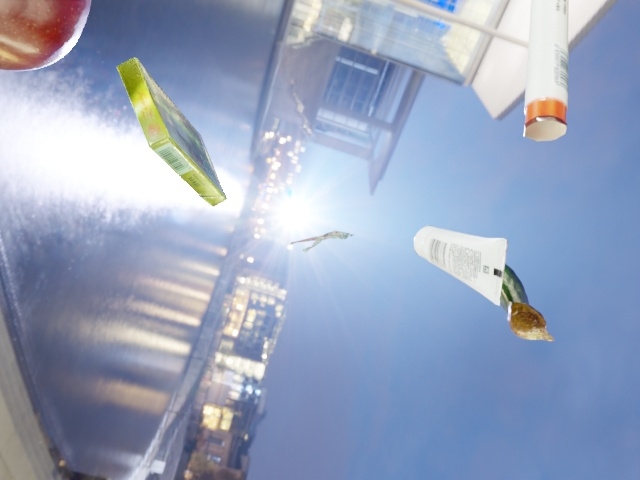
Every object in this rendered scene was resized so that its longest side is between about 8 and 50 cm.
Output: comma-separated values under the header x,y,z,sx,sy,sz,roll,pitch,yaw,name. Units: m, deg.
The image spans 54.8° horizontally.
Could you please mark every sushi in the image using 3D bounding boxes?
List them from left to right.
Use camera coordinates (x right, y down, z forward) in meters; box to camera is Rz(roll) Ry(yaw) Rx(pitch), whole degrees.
x,y,z,sx,sy,sz,roll,pitch,yaw,name
0.337,0.136,1.017,0.099,0.050,0.047,-120,-175,-52,sushi

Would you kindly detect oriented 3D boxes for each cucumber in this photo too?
x,y,z,sx,sy,sz,roll,pitch,yaw,name
0.339,0.096,1.102,0.284,0.056,0.056,38,63,-56,cucumber

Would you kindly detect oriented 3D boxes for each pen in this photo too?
x,y,z,sx,sy,sz,roll,pitch,yaw,name
0.151,-0.159,0.407,0.026,0.026,0.218,122,-18,-63,pen

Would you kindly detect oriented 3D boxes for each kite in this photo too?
x,y,z,sx,sy,sz,roll,pitch,yaw,name
0.000,0.000,1.140,0.157,0.139,0.011,-35,112,-66,kite

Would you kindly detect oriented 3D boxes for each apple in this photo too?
x,y,z,sx,sy,sz,roll,pitch,yaw,name
-0.519,-0.415,0.963,0.317,0.288,0.288,-42,152,-75,apple

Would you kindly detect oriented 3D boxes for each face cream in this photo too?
x,y,z,sx,sy,sz,roll,pitch,yaw,name
0.213,0.022,0.945,0.244,0.058,0.092,-144,-125,-72,face cream

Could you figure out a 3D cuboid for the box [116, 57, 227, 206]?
x,y,z,sx,sy,sz,roll,pitch,yaw,name
-0.267,-0.188,1.157,0.173,0.043,0.311,65,2,17,box
